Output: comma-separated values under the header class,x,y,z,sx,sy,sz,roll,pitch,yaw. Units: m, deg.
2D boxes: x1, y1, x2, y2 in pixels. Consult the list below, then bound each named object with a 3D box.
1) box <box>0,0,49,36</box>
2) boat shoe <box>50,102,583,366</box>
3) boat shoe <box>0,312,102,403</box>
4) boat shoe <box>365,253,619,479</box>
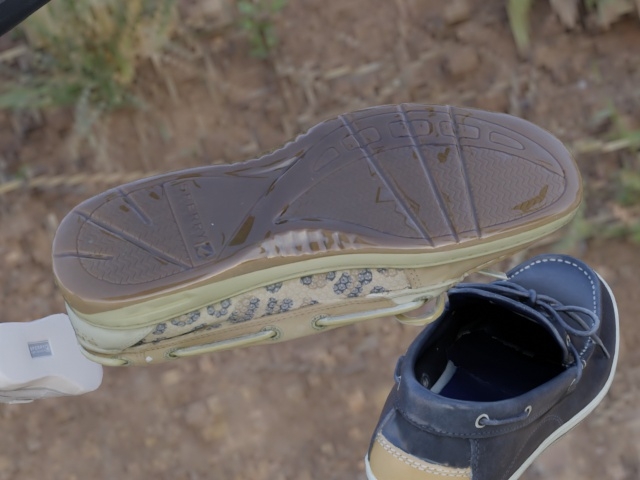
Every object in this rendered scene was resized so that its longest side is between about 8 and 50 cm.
class,x,y,z,sx,sy,sz,roll,pitch,yaw
box,-0.161,-0.143,0.609,0.220,0.175,0.051,-31,26,22
boat shoe,0.000,0.000,0.969,0.285,0.089,0.105,-10,52,-5
boat shoe,-0.231,0.099,1.384,0.063,0.066,0.184,-20,-4,18
boat shoe,0.199,0.118,1.878,0.186,0.156,0.500,19,30,20
